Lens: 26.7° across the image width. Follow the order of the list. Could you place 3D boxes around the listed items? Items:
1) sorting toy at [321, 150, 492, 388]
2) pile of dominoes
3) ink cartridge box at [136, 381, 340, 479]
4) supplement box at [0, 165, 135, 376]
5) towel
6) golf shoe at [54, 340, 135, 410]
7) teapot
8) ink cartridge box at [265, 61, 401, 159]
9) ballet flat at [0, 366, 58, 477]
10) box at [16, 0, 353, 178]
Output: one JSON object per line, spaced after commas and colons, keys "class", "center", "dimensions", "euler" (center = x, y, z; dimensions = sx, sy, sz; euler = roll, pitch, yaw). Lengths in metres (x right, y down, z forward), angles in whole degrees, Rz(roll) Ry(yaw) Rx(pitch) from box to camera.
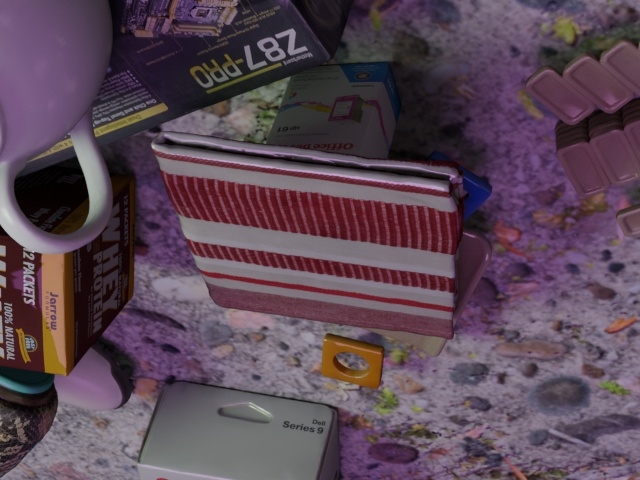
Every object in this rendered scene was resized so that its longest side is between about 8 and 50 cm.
{"class": "sorting toy", "center": [0.049, 0.017, 1.285], "dimensions": [0.196, 0.047, 0.348], "euler": [21, 138, 0]}
{"class": "pile of dominoes", "center": [0.311, -0.111, 1.086], "dimensions": [0.251, 0.040, 0.196], "euler": [-20, 127, 23]}
{"class": "ink cartridge box", "center": [-0.088, 0.311, 1.585], "dimensions": [0.211, 0.121, 0.289], "euler": [7, 137, 10]}
{"class": "supplement box", "center": [-0.293, 0.016, 1.257], "dimensions": [0.194, 0.191, 0.129], "euler": [7, 112, 9]}
{"class": "towel", "center": [0.000, 0.000, 1.128], "dimensions": [0.237, 0.037, 0.329], "euler": [7, 158, 7]}
{"class": "golf shoe", "center": [-0.344, 0.144, 1.492], "dimensions": [0.273, 0.120, 0.105], "euler": [23, 136, -10]}
{"class": "teapot", "center": [-0.281, -0.128, 0.984], "dimensions": [0.256, 0.187, 0.252], "euler": [10, 138, 8]}
{"class": "ink cartridge box", "center": [0.011, -0.090, 1.121], "dimensions": [0.088, 0.122, 0.052], "euler": [-1, 136, 19]}
{"class": "ballet flat", "center": [-0.492, 0.083, 1.352], "dimensions": [0.483, 0.164, 0.182], "euler": [36, 105, -1]}
{"class": "box", "center": [-0.221, -0.221, 1.076], "dimensions": [0.395, 0.097, 0.318], "euler": [-17, 126, 31]}
